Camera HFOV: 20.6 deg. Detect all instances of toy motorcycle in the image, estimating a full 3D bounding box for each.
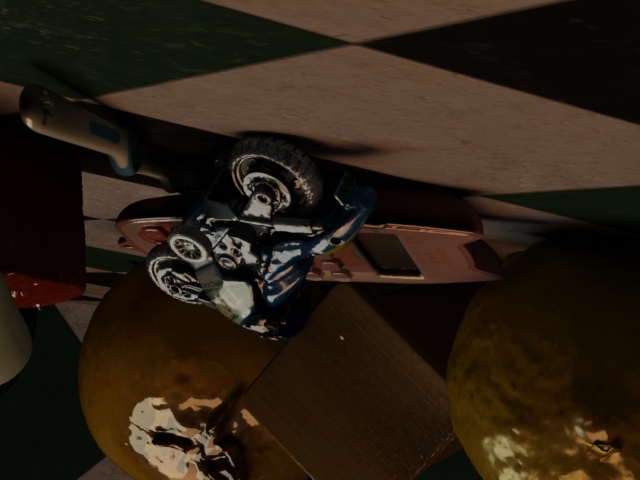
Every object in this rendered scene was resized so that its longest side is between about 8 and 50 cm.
[{"bbox_3d":[-0.044,0.006,1.352,0.136,0.092,0.254,33,145,-7],"label":"toy motorcycle"}]

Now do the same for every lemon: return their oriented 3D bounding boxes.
[{"bbox_3d":[0.243,0.126,1.578,0.268,0.268,0.322,8,-167,-2],"label":"lemon"}]

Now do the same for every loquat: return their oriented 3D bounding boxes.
[{"bbox_3d":[-0.122,0.141,2.079,0.328,0.328,0.359,9,-143,-6],"label":"loquat"}]

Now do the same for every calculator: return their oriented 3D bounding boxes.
[{"bbox_3d":[-0.016,-0.004,1.503,0.330,0.048,0.220,0,167,12],"label":"calculator"}]

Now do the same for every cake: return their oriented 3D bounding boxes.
[{"bbox_3d":[-0.305,-0.023,1.451,0.177,0.150,0.283,-11,164,20],"label":"cake"}]

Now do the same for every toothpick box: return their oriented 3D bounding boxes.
[{"bbox_3d":[0.103,0.143,1.856,0.190,0.187,0.308,44,-155,16],"label":"toothpick box"}]

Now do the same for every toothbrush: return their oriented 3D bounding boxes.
[{"bbox_3d":[-0.150,-0.068,1.309,0.040,0.040,0.386,7,175,15],"label":"toothbrush"}]

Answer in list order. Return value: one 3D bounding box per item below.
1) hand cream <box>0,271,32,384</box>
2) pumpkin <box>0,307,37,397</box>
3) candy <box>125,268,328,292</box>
[{"bbox_3d":[-0.294,-0.005,1.256,0.109,0.067,0.320,-12,136,10],"label":"hand cream"},{"bbox_3d":[-0.521,0.082,2.134,0.363,0.266,0.363,4,177,0],"label":"pumpkin"},{"bbox_3d":[-0.118,0.111,2.561,0.344,0.132,0.142,9,-144,10],"label":"candy"}]
